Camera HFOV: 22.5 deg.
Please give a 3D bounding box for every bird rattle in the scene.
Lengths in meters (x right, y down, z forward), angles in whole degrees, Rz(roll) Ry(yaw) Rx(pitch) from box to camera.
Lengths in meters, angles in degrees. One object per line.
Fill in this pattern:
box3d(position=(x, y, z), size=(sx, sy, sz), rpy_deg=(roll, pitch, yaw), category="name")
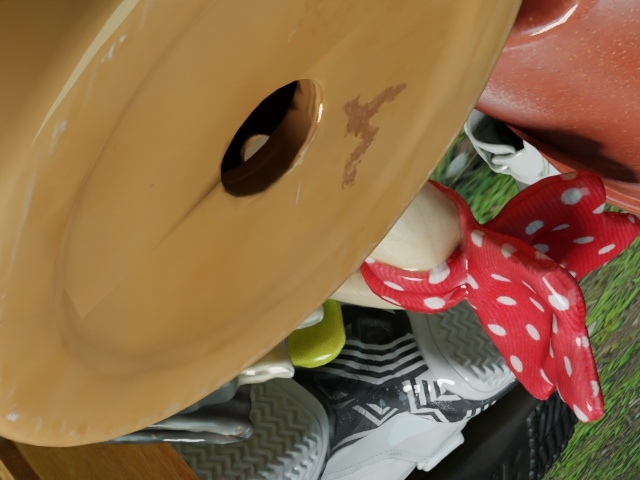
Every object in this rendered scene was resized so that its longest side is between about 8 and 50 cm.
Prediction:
box3d(position=(0.000, 0.000, 0.687), size=(0.207, 0.253, 0.143), rpy_deg=(29, 83, -37), category="bird rattle")

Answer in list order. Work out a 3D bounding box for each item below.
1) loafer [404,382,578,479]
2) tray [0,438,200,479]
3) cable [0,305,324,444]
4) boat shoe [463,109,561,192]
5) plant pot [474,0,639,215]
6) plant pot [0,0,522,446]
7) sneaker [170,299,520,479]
box3d(position=(0.061, 0.188, 1.218), size=(0.366, 0.130, 0.134), rpy_deg=(-35, 136, -42), category="loafer")
box3d(position=(-0.105, 0.242, 0.840), size=(0.076, 0.203, 0.411), rpy_deg=(-27, 143, -27), category="tray")
box3d(position=(-0.131, 0.042, 0.601), size=(0.287, 0.072, 0.139), rpy_deg=(-5, 156, -4), category="cable")
box3d(position=(0.123, -0.081, 1.013), size=(0.075, 0.083, 0.226), rpy_deg=(-32, 143, -12), category="boat shoe")
box3d(position=(0.116, -0.150, 0.651), size=(0.265, 0.272, 0.272), rpy_deg=(7, 121, -55), category="plant pot")
box3d(position=(-0.080, -0.084, 0.435), size=(0.291, 0.203, 0.291), rpy_deg=(-40, 155, -23), category="plant pot")
box3d(position=(0.001, 0.127, 1.026), size=(0.365, 0.137, 0.210), rpy_deg=(-25, 148, -37), category="sneaker")
